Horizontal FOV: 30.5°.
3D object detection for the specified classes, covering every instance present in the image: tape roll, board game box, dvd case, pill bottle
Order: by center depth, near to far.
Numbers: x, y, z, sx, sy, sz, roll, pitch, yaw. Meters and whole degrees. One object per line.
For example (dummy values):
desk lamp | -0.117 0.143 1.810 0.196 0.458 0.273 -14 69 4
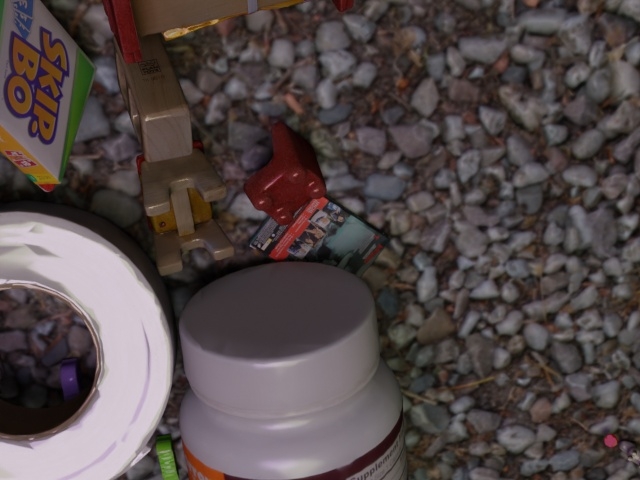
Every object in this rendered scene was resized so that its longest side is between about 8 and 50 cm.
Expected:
board game box | -0.262 -0.150 0.968 0.039 0.124 0.259 3 155 19
tape roll | -0.278 0.107 1.118 0.286 0.100 0.286 -1 97 -5
pill bottle | -0.022 0.236 1.195 0.224 0.224 0.392 -9 117 -4
dvd case | 0.000 0.000 1.199 0.119 0.013 0.087 32 108 -20

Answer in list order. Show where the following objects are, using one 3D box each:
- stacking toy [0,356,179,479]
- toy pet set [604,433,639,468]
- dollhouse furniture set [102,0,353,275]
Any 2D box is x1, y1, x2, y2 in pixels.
stacking toy | -0.251 0.189 1.235 0.167 0.052 0.221 -11 118 -3
toy pet set | 0.410 0.217 1.354 0.114 0.065 0.122 41 104 13
dollhouse furniture set | -0.087 -0.164 1.047 0.201 0.152 0.374 -15 139 -12
